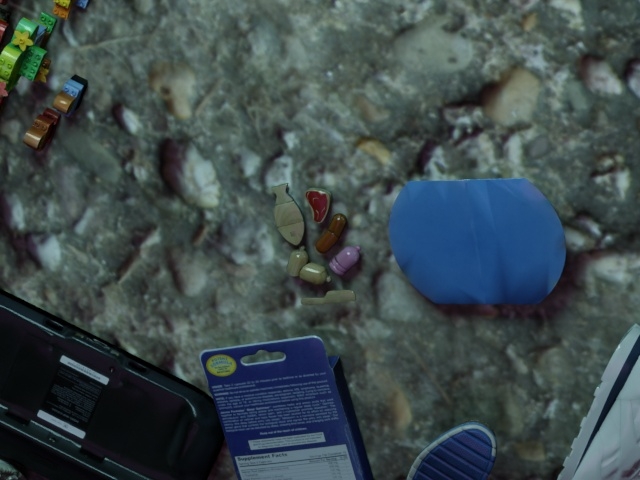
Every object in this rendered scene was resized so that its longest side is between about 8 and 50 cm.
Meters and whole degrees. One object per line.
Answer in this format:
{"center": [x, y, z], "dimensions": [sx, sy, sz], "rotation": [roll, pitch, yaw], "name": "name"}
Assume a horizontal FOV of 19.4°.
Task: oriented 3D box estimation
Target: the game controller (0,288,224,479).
{"center": [-0.258, 0.172, 1.933], "dimensions": [0.319, 0.067, 0.166], "rotation": [26, 104, 2], "name": "game controller"}

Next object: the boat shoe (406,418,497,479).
{"center": [0.118, 0.232, 1.843], "dimensions": [0.066, 0.066, 0.183], "rotation": [36, 124, 0], "name": "boat shoe"}

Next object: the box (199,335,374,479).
{"center": [-0.029, 0.196, 1.884], "dimensions": [0.136, 0.036, 0.225], "rotation": [-8, 113, 18], "name": "box"}

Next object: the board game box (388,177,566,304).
{"center": [0.150, -0.005, 1.748], "dimensions": [0.169, 0.033, 0.133], "rotation": [-1, 119, 21], "name": "board game box"}

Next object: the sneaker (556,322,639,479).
{"center": [0.288, 0.195, 1.763], "dimensions": [0.095, 0.090, 0.235], "rotation": [24, 119, 9], "name": "sneaker"}

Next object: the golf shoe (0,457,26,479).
{"center": [-0.377, 0.228, 1.954], "dimensions": [0.069, 0.176, 0.086], "rotation": [-40, 58, 11], "name": "golf shoe"}

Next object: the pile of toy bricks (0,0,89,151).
{"center": [-0.282, -0.168, 1.748], "dimensions": [0.118, 0.105, 0.212], "rotation": [26, 118, 3], "name": "pile of toy bricks"}

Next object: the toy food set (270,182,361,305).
{"center": [0.000, 0.000, 1.799], "dimensions": [0.078, 0.019, 0.122], "rotation": [-6, 105, 17], "name": "toy food set"}
